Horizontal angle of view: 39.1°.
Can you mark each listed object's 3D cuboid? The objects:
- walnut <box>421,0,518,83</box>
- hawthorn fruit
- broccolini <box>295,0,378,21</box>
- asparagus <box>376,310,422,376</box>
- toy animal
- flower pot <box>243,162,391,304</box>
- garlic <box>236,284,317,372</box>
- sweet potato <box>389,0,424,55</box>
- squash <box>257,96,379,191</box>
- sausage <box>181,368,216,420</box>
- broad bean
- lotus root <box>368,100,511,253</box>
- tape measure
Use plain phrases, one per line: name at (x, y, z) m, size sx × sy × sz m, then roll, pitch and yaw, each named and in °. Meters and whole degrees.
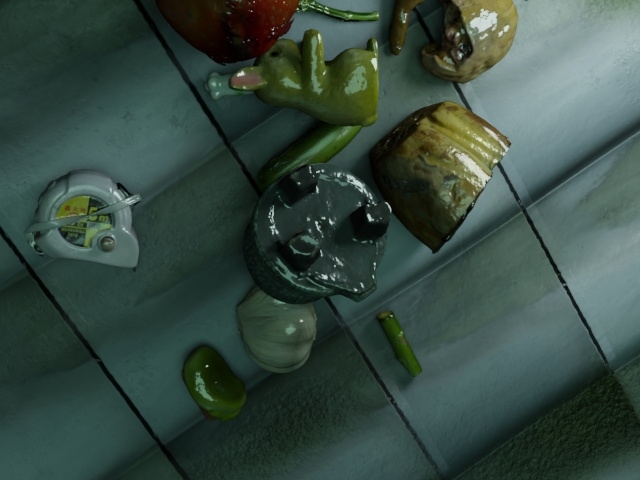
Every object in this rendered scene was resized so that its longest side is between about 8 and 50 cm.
walnut at (0.334, -0.452, 1.929) m, size 0.204 × 0.141 × 0.238 m, roll 5°, pitch 104°, yaw -17°
hawthorn fruit at (-0.187, -0.499, 1.738) m, size 0.316 × 0.316 × 0.316 m, roll -2°, pitch 103°, yaw -11°
broccolini at (0.011, -0.489, 1.902) m, size 0.239 × 0.051 × 0.054 m, roll 7°, pitch 138°, yaw -16°
asparagus at (0.186, 0.241, 2.101) m, size 0.045 × 0.041 × 0.178 m, roll -21°, pitch 111°, yaw 19°
toy animal at (-0.048, -0.346, 1.840) m, size 0.363 × 0.181 × 0.180 m, roll 13°, pitch 88°, yaw -4°
flower pot at (0.000, 0.000, 1.841) m, size 0.299 × 0.283 × 0.299 m, roll 5°, pitch 71°, yaw -16°
garlic at (-0.088, 0.197, 1.986) m, size 0.178 × 0.143 × 0.229 m, roll -8°, pitch 112°, yaw -11°
sweet potato at (0.195, -0.528, 1.917) m, size 0.074 × 0.075 × 0.269 m, roll 17°, pitch 102°, yaw -14°
squash at (0.000, -0.210, 1.942) m, size 0.331 × 0.087 × 0.087 m, roll -38°, pitch 107°, yaw -3°
sausage at (-0.271, 0.349, 2.036) m, size 0.030 × 0.035 × 0.147 m, roll -19°, pitch 107°, yaw 27°
broad bean at (-0.238, 0.322, 2.000) m, size 0.174 × 0.124 × 0.082 m, roll 46°, pitch 131°, yaw -15°
lotus root at (0.250, -0.158, 1.906) m, size 0.250 × 0.316 × 0.316 m, roll 43°, pitch 91°, yaw -5°
tape measure at (-0.482, -0.047, 1.859) m, size 0.236 × 0.120 × 0.197 m, roll 9°, pitch 106°, yaw -18°
